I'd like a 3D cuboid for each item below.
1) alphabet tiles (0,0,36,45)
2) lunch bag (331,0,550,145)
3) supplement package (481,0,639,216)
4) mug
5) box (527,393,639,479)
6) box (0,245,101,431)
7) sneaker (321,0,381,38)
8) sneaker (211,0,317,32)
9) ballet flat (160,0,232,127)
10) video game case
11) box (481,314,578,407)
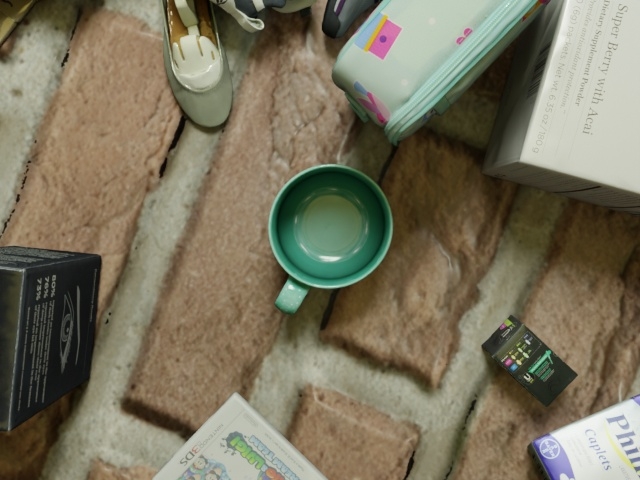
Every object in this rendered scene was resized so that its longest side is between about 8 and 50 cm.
[{"bbox_3d":[-0.498,-0.334,0.809,0.342,0.011,0.285,39,92,0],"label":"alphabet tiles"},{"bbox_3d":[0.114,-0.194,0.672,0.108,0.279,0.224,42,103,0],"label":"lunch bag"},{"bbox_3d":[0.343,-0.118,0.718,0.292,0.175,0.178,15,92,0],"label":"supplement package"},{"bbox_3d":[0.000,-0.010,0.769,0.157,0.097,0.130,-28,92,3],"label":"mug"},{"bbox_3d":[0.317,0.251,0.762,0.137,0.072,0.126,-25,65,2],"label":"box"},{"bbox_3d":[-0.316,0.088,0.724,0.108,0.207,0.153,6,91,1],"label":"box"},{"bbox_3d":[0.086,-0.309,0.765,0.098,0.083,0.224,28,92,-5],"label":"sneaker"},{"bbox_3d":[-0.045,-0.327,0.767,0.153,0.094,0.235,45,61,-29],"label":"sneaker"},{"bbox_3d":[-0.146,-0.232,0.777,0.072,0.068,0.213,-10,92,1],"label":"ballet flat"},{"bbox_3d":[-0.092,0.281,0.821,0.157,0.019,0.143,44,93,-1],"label":"video game case"},{"bbox_3d":[0.232,0.133,0.787,0.083,0.062,0.052,42,94,0],"label":"box"}]
